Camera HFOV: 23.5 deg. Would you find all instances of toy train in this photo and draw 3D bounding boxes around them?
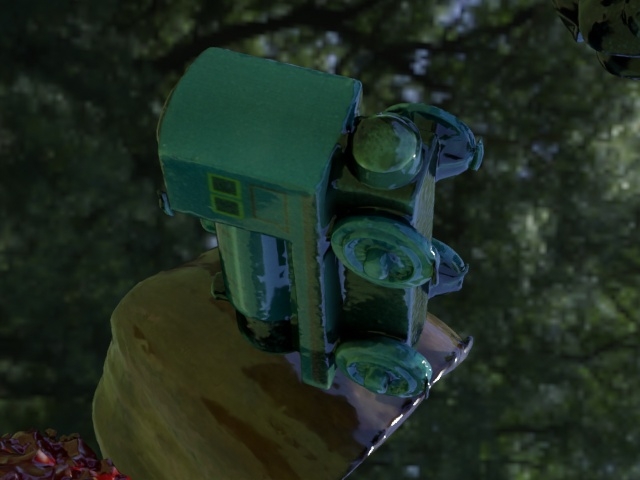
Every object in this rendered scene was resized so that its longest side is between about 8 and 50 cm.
[{"bbox_3d":[0.000,0.000,1.050,0.298,0.194,0.120,87,20,-58],"label":"toy train"}]

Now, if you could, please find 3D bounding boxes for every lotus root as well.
[{"bbox_3d":[-0.045,0.135,1.343,0.250,0.316,0.316,41,-37,15],"label":"lotus root"}]

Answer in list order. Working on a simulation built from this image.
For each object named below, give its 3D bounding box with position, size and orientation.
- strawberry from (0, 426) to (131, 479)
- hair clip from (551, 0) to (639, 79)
[{"bbox_3d":[-0.235,0.233,1.052,0.178,0.234,0.234,34,51,-61],"label":"strawberry"},{"bbox_3d":[0.226,-0.231,1.011,0.194,0.206,0.310,24,47,-62],"label":"hair clip"}]
